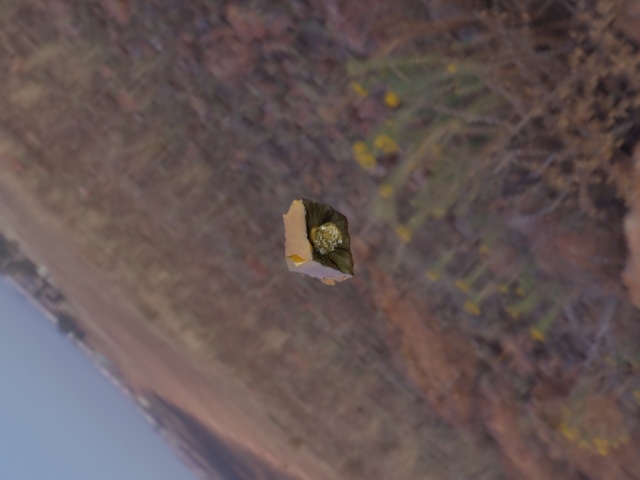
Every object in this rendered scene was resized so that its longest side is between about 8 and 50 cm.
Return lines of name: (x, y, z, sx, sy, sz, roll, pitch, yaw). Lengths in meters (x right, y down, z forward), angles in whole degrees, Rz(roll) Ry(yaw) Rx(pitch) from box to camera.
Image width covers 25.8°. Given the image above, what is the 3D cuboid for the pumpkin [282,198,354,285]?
pumpkin: (0.000, 0.000, 1.432, 0.054, 0.074, 0.083, -21, 154, 32)
